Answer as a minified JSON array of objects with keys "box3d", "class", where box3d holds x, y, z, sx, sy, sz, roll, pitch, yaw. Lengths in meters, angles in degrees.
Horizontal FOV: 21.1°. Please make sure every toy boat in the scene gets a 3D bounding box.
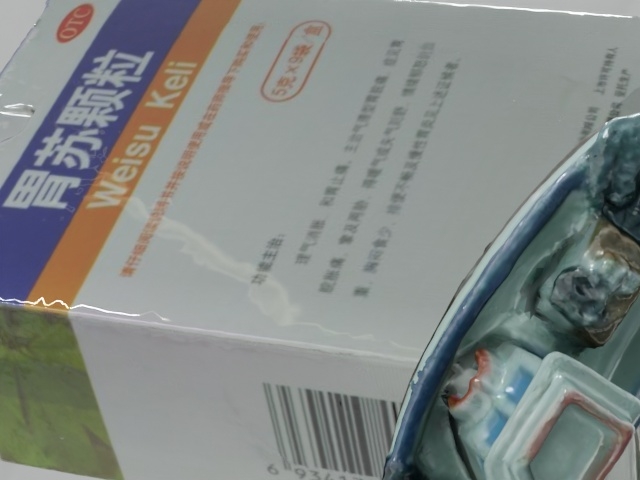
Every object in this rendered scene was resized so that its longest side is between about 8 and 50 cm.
[{"box3d":[0.058,0.035,0.428,0.059,0.066,0.140,32,-88,-15],"class":"toy boat"}]

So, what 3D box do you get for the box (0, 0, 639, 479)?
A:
[{"box3d":[0.000,0.000,0.691,0.106,0.299,0.200,80,-155,-43],"class":"box"}]
